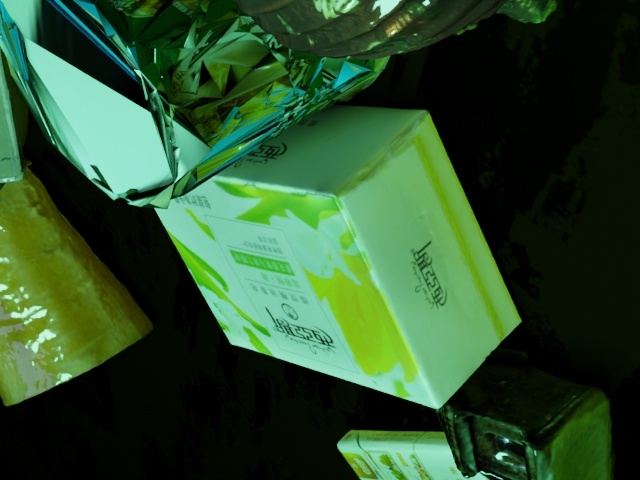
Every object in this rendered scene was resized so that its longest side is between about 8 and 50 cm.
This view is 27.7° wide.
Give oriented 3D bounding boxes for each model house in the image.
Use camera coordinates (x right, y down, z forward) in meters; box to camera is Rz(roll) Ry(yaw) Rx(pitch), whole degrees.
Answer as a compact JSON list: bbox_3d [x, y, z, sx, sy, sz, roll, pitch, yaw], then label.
[{"bbox_3d":[0.140,0.153,0.989,0.152,0.106,0.165,23,139,37],"label":"model house"}]

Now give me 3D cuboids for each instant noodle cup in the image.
[{"bbox_3d":[-0.094,-0.145,0.859,0.240,0.178,0.240,36,151,24],"label":"instant noodle cup"}]

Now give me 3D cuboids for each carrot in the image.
[{"bbox_3d":[-0.332,0.040,1.478,0.196,0.196,0.254,-13,106,60],"label":"carrot"}]

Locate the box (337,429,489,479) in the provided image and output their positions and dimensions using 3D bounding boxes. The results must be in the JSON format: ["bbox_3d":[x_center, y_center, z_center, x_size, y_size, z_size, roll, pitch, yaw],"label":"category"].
[{"bbox_3d":[0.110,0.229,1.216,0.122,0.032,0.220,54,153,-13],"label":"box"}]

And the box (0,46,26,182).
[{"bbox_3d":[-0.341,-0.207,0.986,0.225,0.190,0.297,97,163,-57],"label":"box"}]

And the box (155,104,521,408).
[{"bbox_3d":[0.000,0.000,0.991,0.260,0.111,0.194,8,134,49],"label":"box"}]

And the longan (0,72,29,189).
[{"bbox_3d":[-0.408,-0.138,1.261,0.258,0.258,0.258,35,151,23],"label":"longan"}]

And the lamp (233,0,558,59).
[{"bbox_3d":[0.037,-0.190,0.569,0.247,0.247,0.247,35,151,23],"label":"lamp"}]
